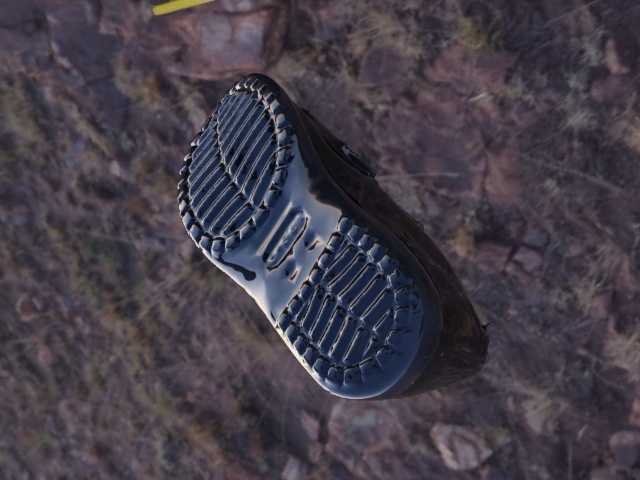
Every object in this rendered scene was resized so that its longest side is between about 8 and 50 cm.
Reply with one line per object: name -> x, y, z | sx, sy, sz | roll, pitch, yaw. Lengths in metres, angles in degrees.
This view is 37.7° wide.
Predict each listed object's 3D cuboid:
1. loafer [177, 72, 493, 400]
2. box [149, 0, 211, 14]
loafer -> 0.000, 0.000, 0.427 | 0.080, 0.078, 0.220 | -50, 41, 15
box -> -0.101, -0.321, 0.618 | 0.257, 0.079, 0.322 | -150, 43, -68
